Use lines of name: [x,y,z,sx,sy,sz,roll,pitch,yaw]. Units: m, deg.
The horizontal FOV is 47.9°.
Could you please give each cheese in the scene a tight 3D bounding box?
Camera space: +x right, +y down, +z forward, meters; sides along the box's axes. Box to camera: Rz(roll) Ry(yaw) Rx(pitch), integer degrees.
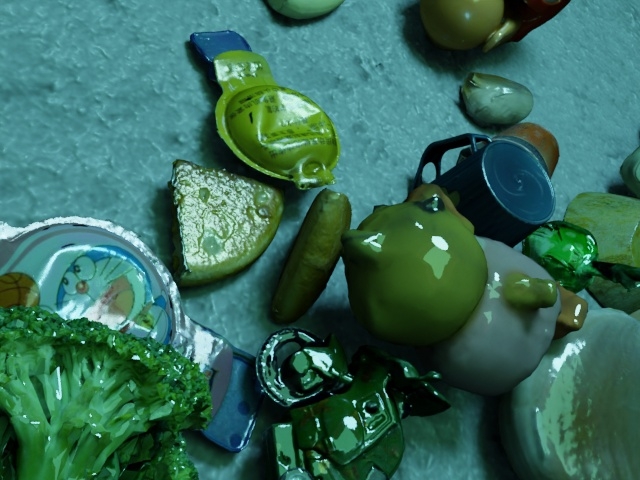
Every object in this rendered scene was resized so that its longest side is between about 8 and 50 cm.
cheese: [-0.167,0.083,0.617,0.286,0.074,0.189,36,52,-20]
cheese: [0.017,-0.376,1.012,0.255,0.050,0.127,-23,76,-40]
cheese: [-0.064,-0.153,0.824,0.157,0.064,0.250,-14,63,-38]

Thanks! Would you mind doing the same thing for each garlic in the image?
garlic: [0.324,0.214,0.813,0.279,0.132,0.325,21,57,-22]
garlic: [0.275,-0.210,1.065,0.152,0.066,0.084,7,59,-27]

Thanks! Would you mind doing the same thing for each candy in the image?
candy: [0.367,0.044,0.840,0.097,0.323,0.097,-7,103,-31]

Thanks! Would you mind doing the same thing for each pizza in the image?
pizza: [-0.109,-0.024,0.735,0.131,0.041,0.178,38,50,-11]

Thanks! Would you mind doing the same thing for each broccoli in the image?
broccoli: [-0.182,0.169,0.451,0.261,0.269,0.241,39,20,-37]

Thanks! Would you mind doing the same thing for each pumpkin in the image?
pumpkin: [0.468,0.010,1.043,0.217,0.110,0.217,14,63,-29]

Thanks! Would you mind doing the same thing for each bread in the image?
bread: [0.002,-0.004,0.733,0.054,0.136,0.154,20,50,0]

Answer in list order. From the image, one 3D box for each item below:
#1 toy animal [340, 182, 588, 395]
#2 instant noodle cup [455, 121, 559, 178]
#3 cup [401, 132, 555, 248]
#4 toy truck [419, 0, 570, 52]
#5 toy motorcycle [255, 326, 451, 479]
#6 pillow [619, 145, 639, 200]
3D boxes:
toy animal: [0.125,0.052,0.728,0.281,0.195,0.169,37,60,-31]
instant noodle cup: [0.260,-0.098,0.969,0.127,0.127,0.136,49,41,1]
cup: [0.178,-0.051,0.857,0.131,0.155,0.176,0,66,-33]
toy truck: [0.268,-0.390,1.049,0.189,0.265,0.239,48,39,2]
toy motorcycle: [0.038,0.210,0.649,0.187,0.125,0.274,3,64,-20]
pillow: [0.651,-0.076,1.147,0.255,0.120,0.322,-43,99,-10]
